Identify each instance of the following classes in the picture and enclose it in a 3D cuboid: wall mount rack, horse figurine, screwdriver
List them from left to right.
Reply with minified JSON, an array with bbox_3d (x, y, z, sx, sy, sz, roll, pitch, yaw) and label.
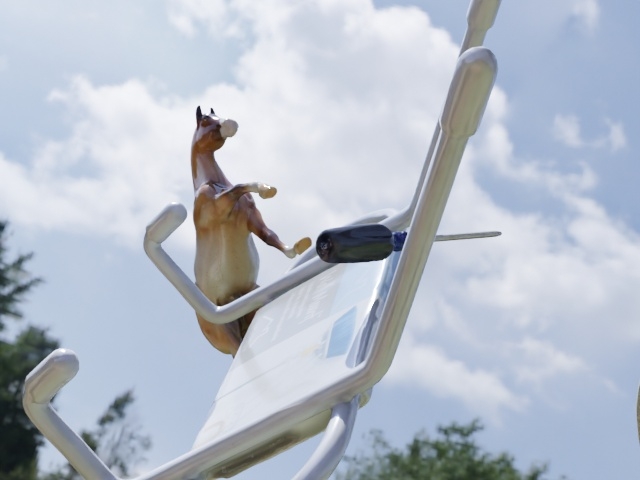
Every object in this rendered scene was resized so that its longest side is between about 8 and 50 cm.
[{"bbox_3d":[-0.064,0.029,0.883,0.066,0.263,0.174,-18,23,-29],"label":"horse figurine"},{"bbox_3d":[0.000,0.000,0.581,0.304,0.350,0.130,-31,-74,22],"label":"wall mount rack"},{"bbox_3d":[0.063,-0.003,0.632,0.170,0.024,0.025,-7,-30,-41],"label":"screwdriver"}]

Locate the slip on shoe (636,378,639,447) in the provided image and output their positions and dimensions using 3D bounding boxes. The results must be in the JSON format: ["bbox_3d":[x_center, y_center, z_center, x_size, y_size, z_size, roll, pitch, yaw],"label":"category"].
[{"bbox_3d":[0.379,0.205,0.998,0.101,0.331,0.123,-18,17,-41],"label":"slip on shoe"}]
